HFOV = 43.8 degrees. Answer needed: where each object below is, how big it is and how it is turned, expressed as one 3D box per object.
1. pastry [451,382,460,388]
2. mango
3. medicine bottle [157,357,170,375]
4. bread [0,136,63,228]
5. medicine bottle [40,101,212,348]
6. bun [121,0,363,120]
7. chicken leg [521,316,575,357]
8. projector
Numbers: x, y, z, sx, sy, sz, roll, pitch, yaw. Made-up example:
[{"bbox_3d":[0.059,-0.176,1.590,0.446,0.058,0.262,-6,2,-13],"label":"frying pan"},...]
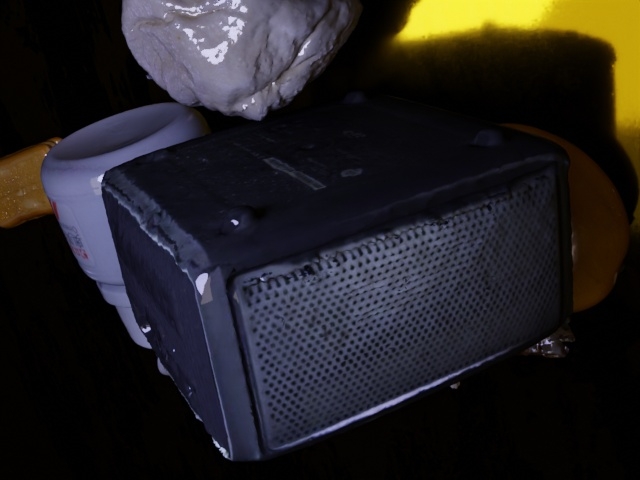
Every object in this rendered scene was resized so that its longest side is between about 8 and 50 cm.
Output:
[{"bbox_3d":[0.073,0.210,1.220,0.258,0.089,0.121,-26,88,30],"label":"pastry"},{"bbox_3d":[0.272,-0.033,0.970,0.175,0.139,0.254,-27,94,26],"label":"mango"},{"bbox_3d":[-0.230,0.210,1.381,0.091,0.058,0.058,4,116,24],"label":"medicine bottle"},{"bbox_3d":[-0.490,-0.097,1.348,0.200,0.077,0.116,-13,109,32],"label":"bread"},{"bbox_3d":[-0.238,-0.021,1.160,0.245,0.245,0.306,-4,119,27],"label":"medicine bottle"},{"bbox_3d":[-0.104,-0.263,0.949,0.281,0.281,0.205,24,131,14],"label":"bun"},{"bbox_3d":[0.263,0.113,1.026,0.125,0.196,0.080,13,87,19],"label":"chicken leg"},{"bbox_3d":[0.000,0.000,0.877,0.395,0.405,0.242,35,139,57],"label":"projector"}]
